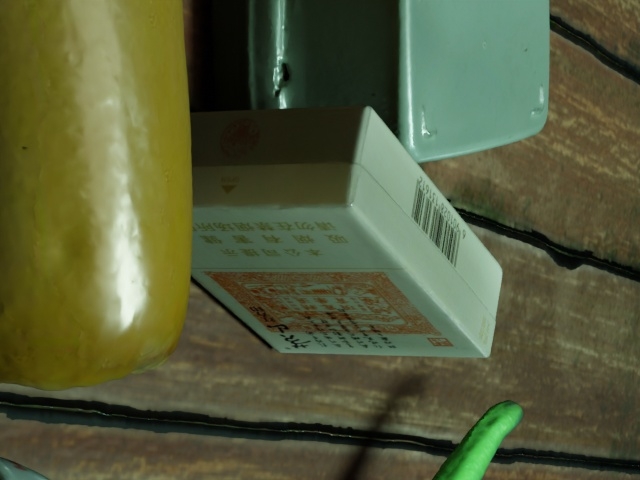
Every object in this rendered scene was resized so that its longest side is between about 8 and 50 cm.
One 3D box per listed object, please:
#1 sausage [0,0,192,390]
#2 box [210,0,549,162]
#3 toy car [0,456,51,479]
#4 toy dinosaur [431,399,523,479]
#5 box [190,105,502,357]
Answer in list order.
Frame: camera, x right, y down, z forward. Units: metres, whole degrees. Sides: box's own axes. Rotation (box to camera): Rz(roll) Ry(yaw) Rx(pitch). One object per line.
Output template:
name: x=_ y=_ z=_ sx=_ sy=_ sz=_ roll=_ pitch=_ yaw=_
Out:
sausage: x=-0.119 y=-0.116 z=0.801 sx=0.134 sy=0.116 sz=0.354 roll=-10 pitch=100 yaw=-48
box: x=0.038 y=-0.112 z=1.057 sx=0.210 sy=0.129 sz=0.148 roll=-16 pitch=107 yaw=-58
toy car: x=-0.156 y=0.175 z=0.770 sx=0.235 sy=0.145 sz=0.235 roll=14 pitch=71 yaw=-47
toy dinosaur: x=0.049 y=0.379 z=1.147 sx=0.500 sy=0.144 sz=0.374 roll=-46 pitch=137 yaw=-42
box: x=0.000 y=0.000 z=0.996 sx=0.201 sy=0.141 sz=0.058 roll=46 pitch=50 yaw=-55
